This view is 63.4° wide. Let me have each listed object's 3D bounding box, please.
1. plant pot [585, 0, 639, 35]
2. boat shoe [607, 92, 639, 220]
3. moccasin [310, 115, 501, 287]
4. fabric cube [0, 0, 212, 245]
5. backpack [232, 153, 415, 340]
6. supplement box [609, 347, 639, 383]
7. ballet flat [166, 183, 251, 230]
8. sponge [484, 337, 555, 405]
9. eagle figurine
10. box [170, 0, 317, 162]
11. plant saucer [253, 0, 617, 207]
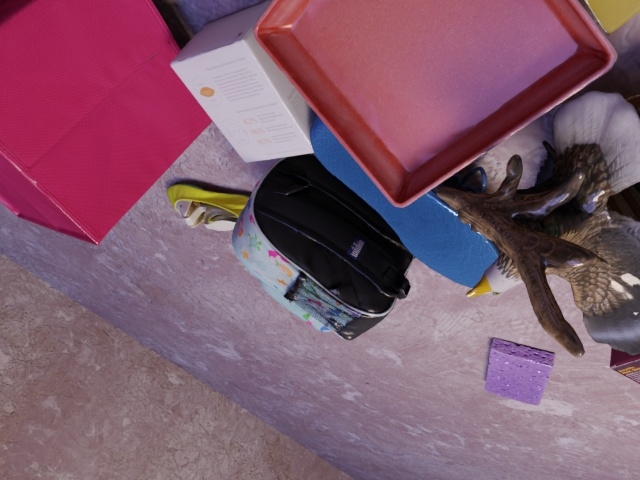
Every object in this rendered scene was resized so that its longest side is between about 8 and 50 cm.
[{"bbox_3d":[0.242,-0.233,0.410,0.081,0.081,0.083,41,131,-23],"label":"plant pot"},{"bbox_3d":[0.387,-0.034,0.577,0.324,0.122,0.120,51,178,-28],"label":"boat shoe"},{"bbox_3d":[0.145,-0.072,0.679,0.342,0.116,0.138,44,144,-21],"label":"moccasin"},{"bbox_3d":[-0.347,-0.188,0.681,0.254,0.258,0.259,14,148,38],"label":"fabric cube"},{"bbox_3d":[0.000,0.000,0.782,0.253,0.225,0.191,37,142,-8],"label":"backpack"},{"bbox_3d":[0.564,0.193,0.800,0.188,0.080,0.104,29,148,-5],"label":"supplement box"},{"bbox_3d":[-0.215,-0.057,0.983,0.231,0.077,0.077,10,145,24],"label":"ballet flat"},{"bbox_3d":[0.409,0.278,1.079,0.117,0.031,0.210,12,146,22],"label":"sponge"},{"bbox_3d":[0.253,0.004,0.541,0.298,0.226,0.225,11,169,-40],"label":"eagle figurine"},{"bbox_3d":[-0.079,-0.198,0.671,0.130,0.091,0.170,-1,140,36],"label":"box"},{"bbox_3d":[0.093,-0.197,0.508,0.258,0.048,0.259,49,133,-5],"label":"plant saucer"}]
